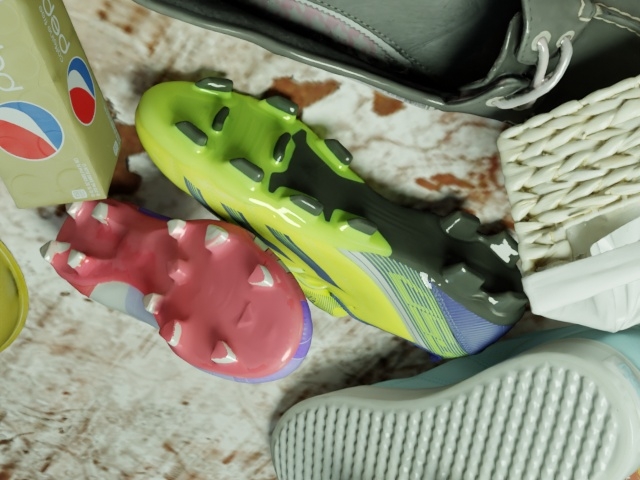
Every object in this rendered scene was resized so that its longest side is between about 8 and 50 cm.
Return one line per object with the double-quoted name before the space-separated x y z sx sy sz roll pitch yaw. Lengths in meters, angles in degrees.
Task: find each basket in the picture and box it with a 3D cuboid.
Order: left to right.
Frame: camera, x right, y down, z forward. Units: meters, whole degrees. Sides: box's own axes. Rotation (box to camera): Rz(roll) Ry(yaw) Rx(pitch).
"basket" 0.178 -0.017 0.627 0.113 0.103 0.167 -22 162 24

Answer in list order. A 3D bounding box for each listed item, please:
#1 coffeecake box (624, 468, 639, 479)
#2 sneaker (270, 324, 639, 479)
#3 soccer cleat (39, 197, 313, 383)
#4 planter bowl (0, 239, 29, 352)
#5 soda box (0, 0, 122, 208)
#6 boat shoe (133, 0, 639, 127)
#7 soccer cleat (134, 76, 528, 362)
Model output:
"coffeecake box" 0.271 0.213 0.856 0.186 0.142 0.068 -1 168 5
"sneaker" 0.116 0.146 0.823 0.150 0.135 0.366 -12 175 -43
"soccer cleat" -0.078 0.030 0.688 0.248 0.083 0.095 18 170 45
"planter bowl" -0.327 0.058 0.797 0.217 0.090 0.217 3 135 3
"soda box" -0.175 -0.105 0.646 0.061 0.058 0.181 -6 134 11
"boat shoe" 0.044 -0.116 0.588 0.335 0.095 0.112 17 134 -11
"soccer cleat" 0.000 0.001 0.712 0.289 0.093 0.121 28 133 -22
